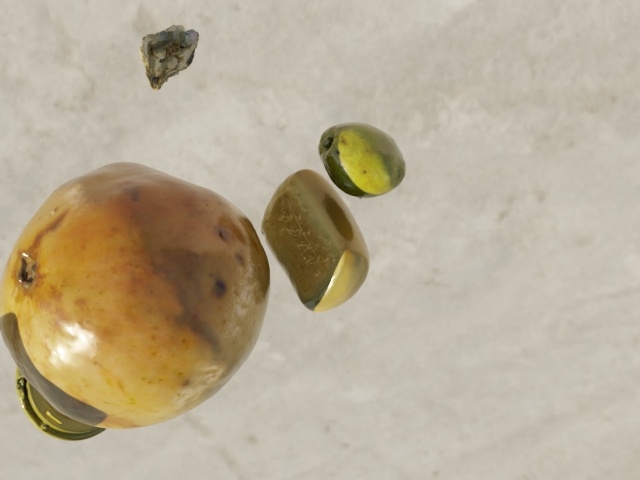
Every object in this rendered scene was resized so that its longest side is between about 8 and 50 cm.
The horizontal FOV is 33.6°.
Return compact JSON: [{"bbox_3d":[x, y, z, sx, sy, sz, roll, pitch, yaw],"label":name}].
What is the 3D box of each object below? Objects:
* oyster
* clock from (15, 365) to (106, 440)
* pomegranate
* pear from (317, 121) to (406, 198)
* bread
[{"bbox_3d":[-0.164,-0.193,1.114,0.051,0.093,0.034,32,144,13],"label":"oyster"},{"bbox_3d":[-0.438,0.250,1.935,0.237,0.237,0.057,32,155,-31],"label":"clock"},{"bbox_3d":[-0.242,0.088,1.499,0.410,0.410,0.410,2,141,1],"label":"pomegranate"},{"bbox_3d":[0.058,-0.113,1.498,0.131,0.107,0.107,16,139,-23],"label":"pear"},{"bbox_3d":[0.000,0.000,1.568,0.098,0.217,0.147,2,137,-38],"label":"bread"}]
